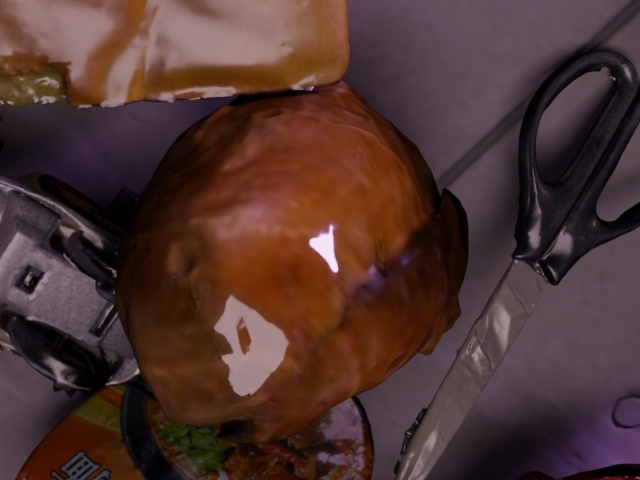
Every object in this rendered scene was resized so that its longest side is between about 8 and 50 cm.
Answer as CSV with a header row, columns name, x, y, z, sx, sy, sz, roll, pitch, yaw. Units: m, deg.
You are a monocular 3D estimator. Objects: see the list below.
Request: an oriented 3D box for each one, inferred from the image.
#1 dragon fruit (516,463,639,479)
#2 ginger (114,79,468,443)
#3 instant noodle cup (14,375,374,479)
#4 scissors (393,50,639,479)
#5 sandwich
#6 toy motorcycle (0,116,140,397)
name,x,y,z,sx,sy,sz,roll,pitch,yaw
dragon fruit,0.185,0.207,1.061,0.274,0.161,0.126,13,82,-8
ginger,0.000,0.000,0.835,0.165,0.321,0.172,12,97,16
instant noodle cup,-0.055,0.206,0.972,0.230,0.230,0.182,-19,127,3
scissors,0.118,0.029,0.943,0.109,0.022,0.300,32,87,-20
sandwich,-0.108,-0.184,0.788,0.227,0.155,0.198,-5,116,-5
toy motorcycle,-0.183,-0.011,0.869,0.263,0.157,0.091,30,108,-23
